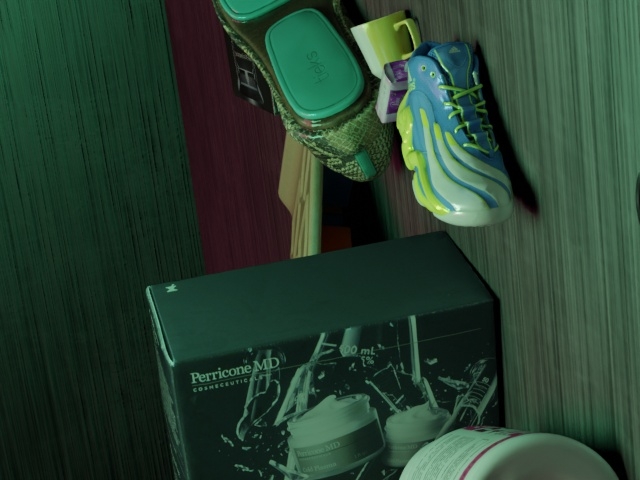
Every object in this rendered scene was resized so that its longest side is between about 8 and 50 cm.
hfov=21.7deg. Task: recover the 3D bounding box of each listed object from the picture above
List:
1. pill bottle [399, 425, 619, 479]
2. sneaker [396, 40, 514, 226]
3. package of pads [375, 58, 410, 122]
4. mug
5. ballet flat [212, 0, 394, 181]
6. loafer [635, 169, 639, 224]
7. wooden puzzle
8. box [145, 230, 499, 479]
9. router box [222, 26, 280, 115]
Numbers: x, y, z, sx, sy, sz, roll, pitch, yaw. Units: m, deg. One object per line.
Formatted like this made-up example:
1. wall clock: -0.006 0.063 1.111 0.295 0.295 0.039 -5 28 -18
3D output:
1. pill bottle: 0.166 0.254 1.558 0.283 0.160 0.160 160 99 -78
2. sneaker: 0.121 -0.112 1.591 0.240 0.091 0.126 -117 20 -56
3. package of pads: 0.089 -0.161 1.800 0.083 0.050 0.032 98 158 -60
4. mug: 0.073 -0.211 1.815 0.078 0.062 0.064 -141 33 -82
5. ballet flat: -0.025 -0.252 2.064 0.182 0.164 0.483 60 -175 -51
6. loafer: 0.251 -0.045 1.112 0.061 0.062 0.170 -123 22 -49
7. wooden puzzle: 0.000 0.000 2.213 0.322 0.080 0.348 100 168 -57
8. box: 0.007 0.190 1.806 0.179 0.343 0.312 -120 21 -62
9. router box: -0.079 -0.317 2.385 0.309 0.081 0.243 -142 41 -73
